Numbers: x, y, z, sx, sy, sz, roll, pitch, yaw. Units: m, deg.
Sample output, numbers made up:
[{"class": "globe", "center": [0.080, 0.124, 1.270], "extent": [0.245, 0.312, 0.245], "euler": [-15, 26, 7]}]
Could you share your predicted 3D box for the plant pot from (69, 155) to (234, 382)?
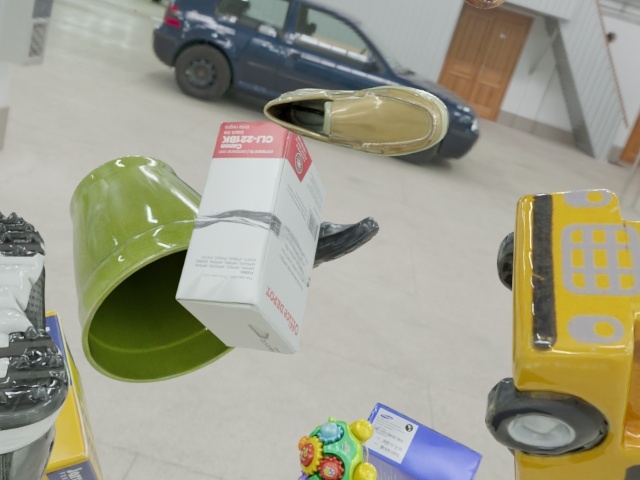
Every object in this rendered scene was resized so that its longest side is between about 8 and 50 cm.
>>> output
[{"class": "plant pot", "center": [-0.332, 0.026, 1.442], "extent": [0.367, 0.366, 0.353], "euler": [2, 40, -39]}]

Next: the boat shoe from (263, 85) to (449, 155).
[{"class": "boat shoe", "center": [0.028, -0.116, 0.712], "extent": [0.190, 0.068, 0.072], "euler": [7, 12, 35]}]

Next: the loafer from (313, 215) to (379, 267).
[{"class": "loafer", "center": [0.000, 0.000, 1.224], "extent": [0.223, 0.078, 0.076], "euler": [-24, -3, 40]}]

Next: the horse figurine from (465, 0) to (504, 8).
[{"class": "horse figurine", "center": [0.263, -0.441, 1.150], "extent": [0.175, 0.066, 0.263], "euler": [31, 60, -8]}]

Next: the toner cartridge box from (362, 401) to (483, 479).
[{"class": "toner cartridge box", "center": [0.151, 0.372, 1.146], "extent": [0.165, 0.075, 0.347], "euler": [25, -24, 19]}]

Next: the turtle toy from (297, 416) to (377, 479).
[{"class": "turtle toy", "center": [0.010, 0.254, 0.800], "extent": [0.066, 0.095, 0.130], "euler": [20, 48, -26]}]

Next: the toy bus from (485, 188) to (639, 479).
[{"class": "toy bus", "center": [0.168, 0.124, 0.416], "extent": [0.130, 0.332, 0.108], "euler": [1, 46, 17]}]

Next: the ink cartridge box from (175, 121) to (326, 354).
[{"class": "ink cartridge box", "center": [-0.085, 0.000, 1.025], "extent": [0.114, 0.272, 0.197], "euler": [2, -26, 16]}]

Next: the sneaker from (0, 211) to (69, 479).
[{"class": "sneaker", "center": [-0.185, 0.062, 0.391], "extent": [0.078, 0.106, 0.234], "euler": [2, 24, -28]}]

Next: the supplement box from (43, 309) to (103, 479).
[{"class": "supplement box", "center": [-0.457, 0.248, 0.857], "extent": [0.357, 0.194, 0.195], "euler": [-14, 61, -17]}]
